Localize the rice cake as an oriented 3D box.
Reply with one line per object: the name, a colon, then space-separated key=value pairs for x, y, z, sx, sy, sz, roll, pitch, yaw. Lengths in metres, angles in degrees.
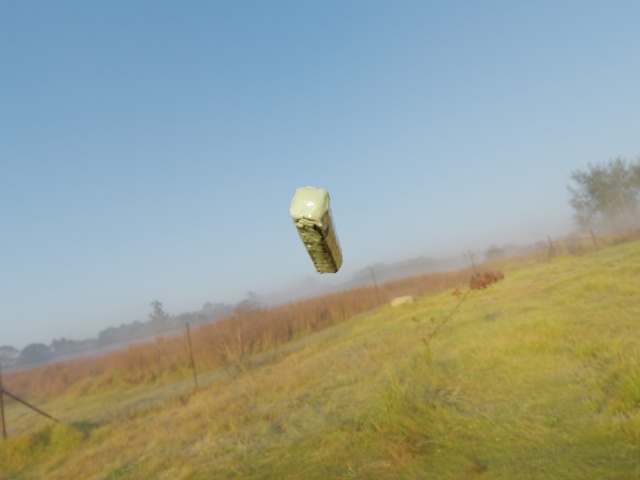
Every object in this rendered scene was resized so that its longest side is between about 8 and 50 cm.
rice cake: x=0.001 y=0.000 z=0.478 sx=0.033 sy=0.033 sz=0.208 roll=14 pitch=-15 yaw=11
